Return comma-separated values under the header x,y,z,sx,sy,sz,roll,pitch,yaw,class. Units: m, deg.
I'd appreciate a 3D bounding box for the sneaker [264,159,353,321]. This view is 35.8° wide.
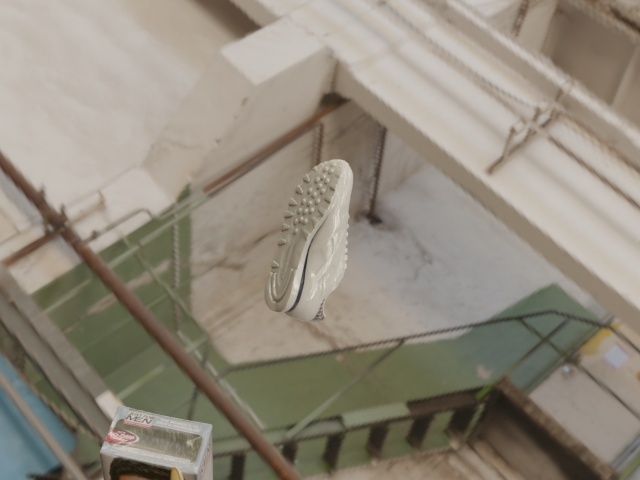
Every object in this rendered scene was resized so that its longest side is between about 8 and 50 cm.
x,y,z,sx,sy,sz,roll,pitch,yaw,class
0.000,0.000,1.411,0.094,0.235,0.090,20,3,-34,sneaker

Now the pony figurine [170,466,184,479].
x,y,z,sx,sy,sz,roll,pitch,yaw,class
-0.040,0.436,1.030,0.302,0.350,0.364,-37,-136,39,pony figurine

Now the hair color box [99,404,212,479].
x,y,z,sx,sy,sz,roll,pitch,yaw,class
-0.310,0.488,1.924,0.185,0.114,0.375,11,-45,5,hair color box
